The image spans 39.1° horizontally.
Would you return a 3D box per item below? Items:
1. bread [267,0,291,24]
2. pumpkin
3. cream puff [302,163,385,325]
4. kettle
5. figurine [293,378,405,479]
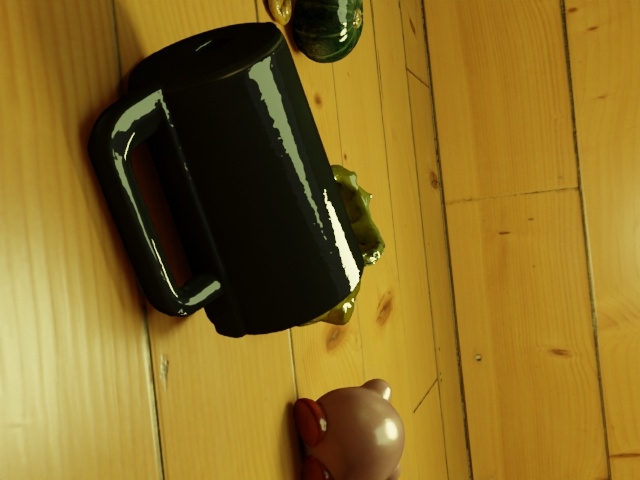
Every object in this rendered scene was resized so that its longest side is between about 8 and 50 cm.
[{"bbox_3d":[-0.072,-0.417,1.512,0.110,0.024,0.110,-5,90,-76],"label":"bread"},{"bbox_3d":[0.014,-0.403,1.628,0.167,0.125,0.167,-5,90,-72],"label":"pumpkin"},{"bbox_3d":[0.000,0.000,1.324,0.282,0.185,0.282,-3,90,-77],"label":"cream puff"},{"bbox_3d":[-0.111,-0.060,1.017,0.203,0.262,0.308,41,-26,57],"label":"kettle"},{"bbox_3d":[0.052,0.313,1.427,0.173,0.173,0.173,-6,90,-75],"label":"figurine"}]
